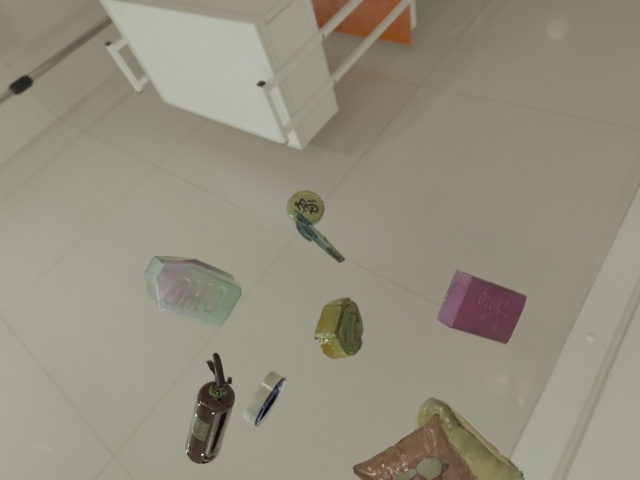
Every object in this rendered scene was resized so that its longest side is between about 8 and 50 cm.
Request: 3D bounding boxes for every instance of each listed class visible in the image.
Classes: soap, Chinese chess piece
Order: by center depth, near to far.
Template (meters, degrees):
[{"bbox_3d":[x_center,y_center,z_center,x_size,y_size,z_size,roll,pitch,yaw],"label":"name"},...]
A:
[{"bbox_3d":[0.520,0.216,1.368,0.260,0.181,0.081,20,-176,-24],"label":"soap"},{"bbox_3d":[-0.481,0.181,1.592,0.347,0.208,0.115,32,-179,-41],"label":"soap"},{"bbox_3d":[-0.056,-0.120,1.599,0.144,0.144,0.058,37,158,3],"label":"Chinese chess piece"}]

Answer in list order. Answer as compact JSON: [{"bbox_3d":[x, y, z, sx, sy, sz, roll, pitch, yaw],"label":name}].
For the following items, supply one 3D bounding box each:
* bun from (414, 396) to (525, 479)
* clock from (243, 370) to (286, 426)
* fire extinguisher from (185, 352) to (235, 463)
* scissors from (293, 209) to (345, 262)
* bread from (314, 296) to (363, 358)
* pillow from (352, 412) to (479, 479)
[{"bbox_3d":[0.445,0.688,1.359,0.364,0.202,0.364,40,178,2],"label":"bun"},{"bbox_3d":[-0.237,0.679,1.833,0.083,0.230,0.230,26,158,15],"label":"clock"},{"bbox_3d":[-0.212,0.318,0.813,0.099,0.071,0.231,48,130,43],"label":"fire extinguisher"},{"bbox_3d":[0.000,0.000,1.542,0.289,0.041,0.138,42,-161,-35],"label":"scissors"},{"bbox_3d":[0.080,0.342,1.712,0.124,0.256,0.186,-20,135,36],"label":"bread"},{"bbox_3d":[0.220,0.528,0.934,0.223,0.236,0.084,54,178,-1],"label":"pillow"}]
